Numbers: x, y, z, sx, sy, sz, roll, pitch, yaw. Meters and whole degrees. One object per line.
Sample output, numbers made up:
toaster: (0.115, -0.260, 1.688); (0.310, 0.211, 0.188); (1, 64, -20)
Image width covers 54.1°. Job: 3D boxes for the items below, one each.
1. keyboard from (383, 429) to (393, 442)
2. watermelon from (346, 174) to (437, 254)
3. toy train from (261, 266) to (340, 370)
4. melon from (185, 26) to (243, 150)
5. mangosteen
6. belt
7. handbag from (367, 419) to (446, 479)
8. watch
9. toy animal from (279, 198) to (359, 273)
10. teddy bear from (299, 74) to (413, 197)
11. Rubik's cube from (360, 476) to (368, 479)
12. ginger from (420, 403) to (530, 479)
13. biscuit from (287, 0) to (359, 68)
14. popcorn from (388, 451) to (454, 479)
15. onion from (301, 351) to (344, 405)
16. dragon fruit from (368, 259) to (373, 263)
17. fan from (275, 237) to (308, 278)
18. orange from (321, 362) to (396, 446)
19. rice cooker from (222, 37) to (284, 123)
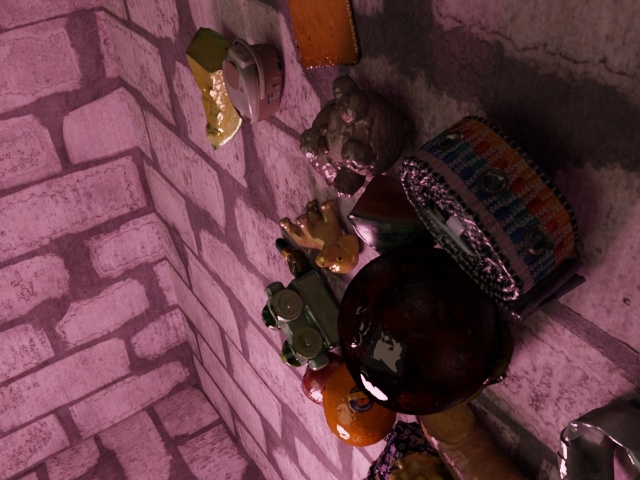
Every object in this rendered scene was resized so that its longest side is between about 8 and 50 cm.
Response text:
keyboard: (0.183, 0.547, 1.778); (0.204, 0.013, 0.061); (14, 125, 59)
watermelon: (0.125, -0.035, 1.232); (0.136, 0.207, 0.202); (-69, 27, 22)
toy train: (-0.043, 0.221, 1.736); (0.272, 0.188, 0.159); (58, 154, 10)
melon: (-0.276, -0.400, 1.728); (0.196, 0.124, 0.324); (51, 157, 31)
mangosteen: (0.202, 0.165, 1.150); (0.306, 0.359, 0.306); (-27, 57, 53)
belt: (0.261, -0.051, 0.933); (0.295, 0.160, 0.207); (50, 170, 31)
handbag: (0.219, 0.572, 1.527); (0.228, 0.126, 0.208); (36, 101, 44)
watch: (0.460, 0.376, 0.943); (0.241, 0.161, 0.253); (59, 154, 31)
toy animal: (-0.001, -0.010, 1.545); (0.233, 0.121, 0.169); (25, 144, 59)
teddy bear: (0.054, -0.202, 1.224); (0.267, 0.151, 0.236); (6, 97, 59)
Rubik's cube: (0.174, 0.867, 1.680); (0.351, 0.347, 0.352); (-13, 100, 65)
ginger: (0.329, 0.466, 1.304); (0.354, 0.126, 0.190); (56, 163, 27)
biscuit: (-0.006, -0.469, 1.265); (0.232, 0.013, 0.237); (21, 129, 57)
popcorn: (0.221, 0.545, 1.362); (0.142, 0.173, 0.174); (-105, -2, -75)
onion: (0.044, 0.411, 1.799); (0.194, 0.160, 0.159); (28, 148, 3)
dragon fruit: (0.148, 0.123, 1.391); (0.110, 0.153, 0.153); (15, 134, 17)
fan: (-0.085, 0.044, 1.835); (0.155, 0.039, 0.082); (48, 150, 36)
orange: (0.100, 0.413, 1.602); (0.219, 0.192, 0.220); (-14, -90, -82)
rice cooker: (-0.162, -0.384, 1.516); (0.145, 0.127, 0.206); (47, 146, 32)
